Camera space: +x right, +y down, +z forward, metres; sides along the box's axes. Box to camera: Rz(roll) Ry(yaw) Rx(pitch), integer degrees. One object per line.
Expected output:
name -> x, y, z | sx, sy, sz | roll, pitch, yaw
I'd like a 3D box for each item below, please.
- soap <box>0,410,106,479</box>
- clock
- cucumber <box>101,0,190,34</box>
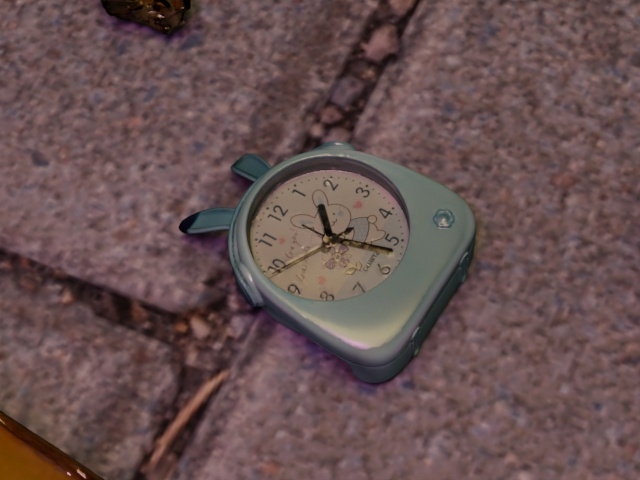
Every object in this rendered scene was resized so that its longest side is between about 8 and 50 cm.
soap -> -0.249, 0.179, 0.690 | 0.339, 0.169, 0.304 | 36, 71, -13
clock -> 0.000, 0.000, 0.893 | 0.147, 0.045, 0.108 | 28, 67, 17
cucumber -> -0.124, -0.197, 0.999 | 0.053, 0.053, 0.181 | -19, 61, -7
